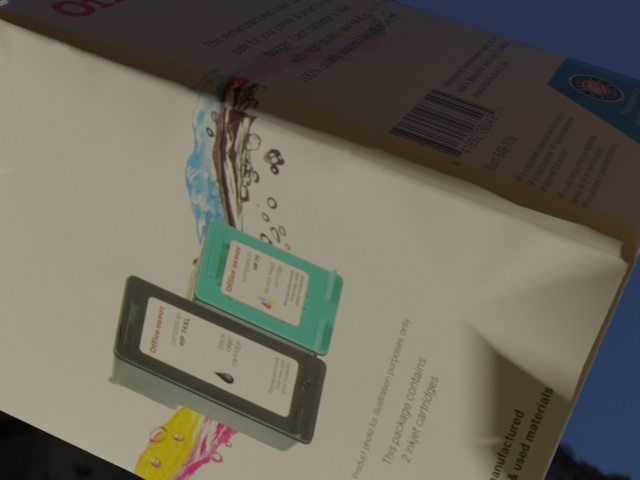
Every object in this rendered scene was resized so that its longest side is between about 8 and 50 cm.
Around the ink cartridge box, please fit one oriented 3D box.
[{"bbox_3d":[0.000,0.000,0.524,0.270,0.198,0.197,22,-60,14],"label":"ink cartridge box"}]
